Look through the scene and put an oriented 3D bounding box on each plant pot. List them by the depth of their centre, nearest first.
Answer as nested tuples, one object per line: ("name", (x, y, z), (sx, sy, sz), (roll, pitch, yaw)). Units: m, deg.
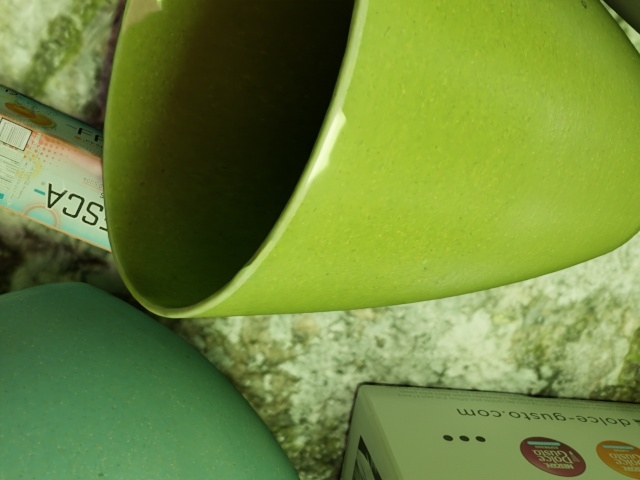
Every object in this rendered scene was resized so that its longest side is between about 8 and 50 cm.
("plant pot", (0.062, -0.078, 0.499), (0.293, 0.275, 0.275), (10, 112, -33))
("plant pot", (-0.173, 0.141, 0.542), (0.290, 0.290, 0.196), (-24, 79, 0))

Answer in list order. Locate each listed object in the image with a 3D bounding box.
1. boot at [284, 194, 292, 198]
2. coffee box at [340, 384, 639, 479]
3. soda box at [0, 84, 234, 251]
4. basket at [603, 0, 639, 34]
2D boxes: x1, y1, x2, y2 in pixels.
("boot", (0.000, 0.000, 0.620), (0.118, 0.042, 0.087), (4, 119, -7))
("coffee box", (0.192, 0.349, 0.644), (0.337, 0.334, 0.338), (6, 112, -13))
("soda box", (-0.140, -0.033, 0.564), (0.183, 0.063, 0.058), (25, 107, -19))
("basket", (0.245, -0.154, 0.441), (0.154, 0.227, 0.204), (-8, 152, -45))
